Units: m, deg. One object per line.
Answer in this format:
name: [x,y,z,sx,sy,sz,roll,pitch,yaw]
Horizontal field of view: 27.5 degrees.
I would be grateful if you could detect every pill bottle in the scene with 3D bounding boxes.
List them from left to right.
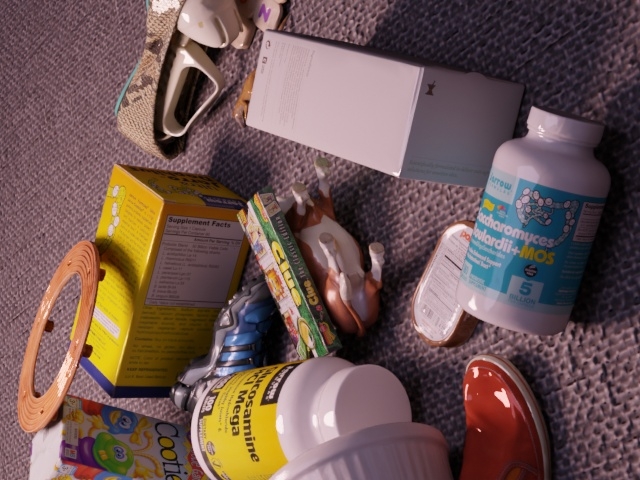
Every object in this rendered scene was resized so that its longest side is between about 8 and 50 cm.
pill bottle: [-0.028,0.269,1.915,0.334,0.188,0.188,-17,73,50]
pill bottle: [0.267,-0.027,1.607,0.146,0.146,0.264,28,108,50]

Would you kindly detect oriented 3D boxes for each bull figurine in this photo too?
bull figurine: [0.000,0.000,1.962,0.310,0.101,0.188,54,156,32]

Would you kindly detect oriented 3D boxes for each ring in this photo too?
ring: [-0.433,0.162,2.202,0.336,0.032,0.337,-47,33,43]

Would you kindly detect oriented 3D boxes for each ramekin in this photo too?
ramekin: [0.061,0.361,1.724,0.273,0.273,0.127,-50,49,36]

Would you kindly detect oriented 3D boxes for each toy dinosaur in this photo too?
toy dinosaur: [-0.101,-0.264,2.171,0.211,0.064,0.112,-56,45,31]

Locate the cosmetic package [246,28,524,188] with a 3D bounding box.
cosmetic package: [0.081,-0.189,1.825,0.365,0.197,0.155,26,106,52]

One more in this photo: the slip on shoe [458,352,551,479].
slip on shoe: [0.223,0.306,1.663,0.123,0.101,0.331,-19,70,51]

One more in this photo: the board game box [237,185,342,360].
board game box: [-0.049,0.057,1.958,0.260,0.030,0.136,66,157,7]

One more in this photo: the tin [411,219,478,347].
tin: [0.186,0.060,1.792,0.106,0.040,0.190,43,119,41]

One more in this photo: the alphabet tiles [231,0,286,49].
alphabet tiles: [-0.116,-0.480,2.248,0.278,0.021,0.284,44,120,45]

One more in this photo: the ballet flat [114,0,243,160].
ballet flat: [-0.228,-0.335,2.265,0.182,0.164,0.483,40,133,20]

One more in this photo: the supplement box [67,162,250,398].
supplement box: [-0.274,0.072,2.247,0.195,0.194,0.357,33,111,49]

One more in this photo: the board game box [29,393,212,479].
board game box: [-0.332,0.385,2.197,0.144,0.275,0.142,-53,30,34]

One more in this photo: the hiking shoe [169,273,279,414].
hiking shoe: [-0.117,0.183,2.134,0.132,0.113,0.304,38,113,13]
